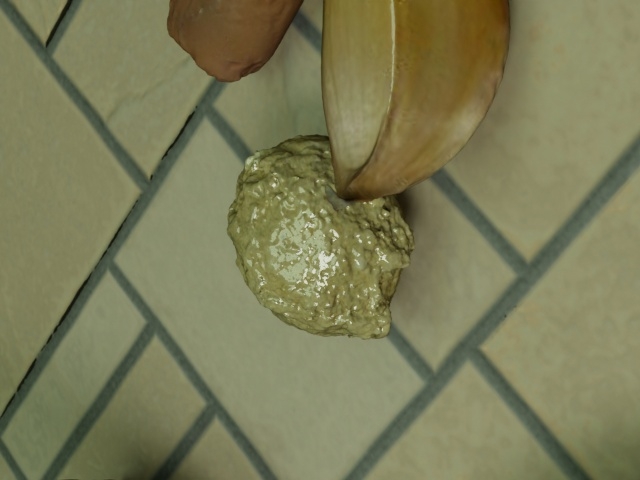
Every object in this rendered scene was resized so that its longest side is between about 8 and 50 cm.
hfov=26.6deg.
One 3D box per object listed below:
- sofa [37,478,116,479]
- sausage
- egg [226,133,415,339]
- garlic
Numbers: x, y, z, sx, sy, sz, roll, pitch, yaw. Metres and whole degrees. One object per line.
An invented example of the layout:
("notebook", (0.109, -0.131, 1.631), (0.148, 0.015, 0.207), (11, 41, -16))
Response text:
("sofa", (-0.174, 0.284, 0.976), (0.200, 0.258, 0.182), (13, 91, 36))
("sausage", (-0.018, -0.233, 0.886), (0.086, 0.086, 0.289), (45, 122, 25))
("egg", (0.000, 0.000, 0.884), (0.118, 0.116, 0.140), (-8, 106, 59))
("garlic", (0.056, -0.115, 0.827), (0.128, 0.115, 0.207), (160, 114, -81))
